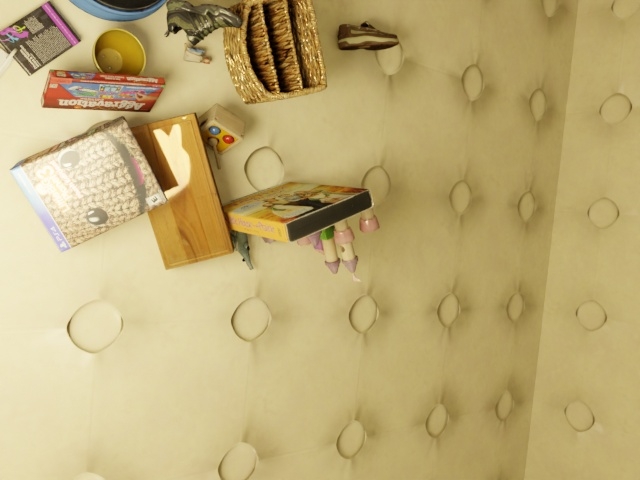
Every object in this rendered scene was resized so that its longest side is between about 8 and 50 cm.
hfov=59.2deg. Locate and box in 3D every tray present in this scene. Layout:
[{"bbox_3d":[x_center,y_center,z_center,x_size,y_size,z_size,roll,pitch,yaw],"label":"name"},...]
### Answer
[{"bbox_3d":[-0.399,-0.137,1.606,0.203,0.076,0.410,-14,107,-4],"label":"tray"}]

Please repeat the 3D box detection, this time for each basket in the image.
[{"bbox_3d":[-0.143,-0.572,1.684,0.214,0.223,0.298,-26,112,-48],"label":"basket"}]

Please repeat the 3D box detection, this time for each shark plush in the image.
[{"bbox_3d":[-0.250,0.020,1.795,0.073,0.067,0.161,-12,102,-36],"label":"shark plush"}]

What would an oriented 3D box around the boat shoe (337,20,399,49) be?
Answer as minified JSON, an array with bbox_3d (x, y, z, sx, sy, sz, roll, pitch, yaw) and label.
[{"bbox_3d":[0.174,-0.736,2.010,0.258,0.095,0.095,-13,97,-35],"label":"boat shoe"}]

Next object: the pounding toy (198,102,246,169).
[{"bbox_3d":[-0.306,-0.307,1.684,0.130,0.141,0.100,30,49,-35],"label":"pounding toy"}]

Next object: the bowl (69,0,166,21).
[{"bbox_3d":[-0.530,-0.773,1.452,0.392,0.077,0.390,-14,111,-40],"label":"bowl"}]

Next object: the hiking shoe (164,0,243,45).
[{"bbox_3d":[-0.331,-0.608,1.601,0.086,0.227,0.114,-39,140,-74],"label":"hiking shoe"}]

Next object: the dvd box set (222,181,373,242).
[{"bbox_3d":[-0.095,-0.096,1.677,0.308,0.421,0.062,-24,111,-32],"label":"dvd box set"}]

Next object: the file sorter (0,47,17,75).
[{"bbox_3d":[-0.845,-0.428,1.229,0.278,0.173,0.192,38,73,-34],"label":"file sorter"}]

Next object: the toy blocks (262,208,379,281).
[{"bbox_3d":[0.000,0.000,1.850,0.309,0.289,0.259,-26,115,-33],"label":"toy blocks"}]

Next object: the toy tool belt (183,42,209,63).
[{"bbox_3d":[-0.362,-0.549,1.654,0.083,0.052,0.051,-4,106,-37],"label":"toy tool belt"}]

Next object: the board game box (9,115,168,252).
[{"bbox_3d":[-0.577,-0.148,1.431,0.291,0.141,0.231,-28,113,-11],"label":"board game box"}]

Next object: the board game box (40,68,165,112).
[{"bbox_3d":[-0.563,-0.384,1.467,0.282,0.145,0.027,-7,76,-36],"label":"board game box"}]

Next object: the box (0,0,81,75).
[{"bbox_3d":[-0.706,-0.506,1.415,0.162,0.029,0.116,-48,120,-24],"label":"box"}]

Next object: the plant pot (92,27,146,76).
[{"bbox_3d":[-0.545,-0.483,1.496,0.134,0.095,0.134,-5,99,-36],"label":"plant pot"}]
